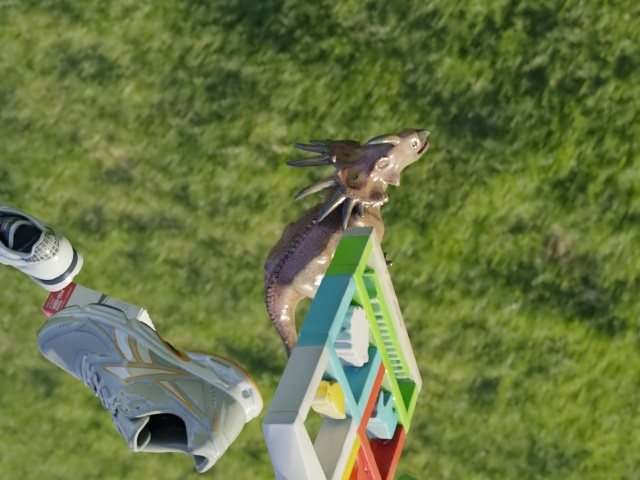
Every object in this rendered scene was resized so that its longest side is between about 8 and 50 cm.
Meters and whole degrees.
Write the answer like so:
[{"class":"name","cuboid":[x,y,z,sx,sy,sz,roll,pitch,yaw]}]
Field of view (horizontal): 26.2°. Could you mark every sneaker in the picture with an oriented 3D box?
[{"class":"sneaker","cuboid":[-0.415,-0.016,1.786,0.235,0.090,0.095,19,162,28]},{"class":"sneaker","cuboid":[-0.200,0.157,1.453,0.262,0.121,0.099,18,140,18]}]

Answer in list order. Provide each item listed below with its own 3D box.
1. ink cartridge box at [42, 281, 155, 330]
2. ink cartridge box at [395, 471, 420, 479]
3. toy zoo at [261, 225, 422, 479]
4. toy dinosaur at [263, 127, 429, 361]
[{"class":"ink cartridge box","cuboid":[-0.311,0.114,1.939,0.135,0.056,0.099,19,158,13]},{"class":"ink cartridge box","cuboid":[0.116,0.427,2.014,0.255,0.097,0.189,21,145,42]},{"class":"toy zoo","cuboid":[0.020,0.150,1.147,0.030,0.293,0.192,-3,127,22]},{"class":"toy dinosaur","cuboid":[0.000,0.000,1.502,0.127,0.295,0.200,27,170,16]}]
